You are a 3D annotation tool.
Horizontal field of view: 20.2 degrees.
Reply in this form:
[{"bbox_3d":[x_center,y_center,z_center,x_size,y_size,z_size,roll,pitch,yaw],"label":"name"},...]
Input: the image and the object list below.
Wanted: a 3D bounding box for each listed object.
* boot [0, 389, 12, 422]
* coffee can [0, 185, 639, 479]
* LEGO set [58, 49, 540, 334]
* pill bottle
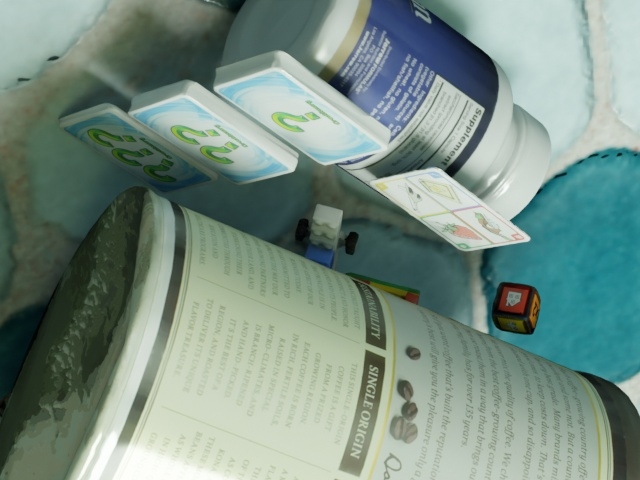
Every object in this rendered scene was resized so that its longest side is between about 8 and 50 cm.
[{"bbox_3d":[-0.144,0.174,1.039,0.263,0.091,0.229,-27,126,-14],"label":"boot"},{"bbox_3d":[-0.005,0.115,0.901,0.275,0.201,0.201,24,111,-19],"label":"coffee can"},{"bbox_3d":[0.000,0.000,0.931,0.244,0.182,0.060,34,61,-34],"label":"LEGO set"},{"bbox_3d":[0.040,-0.074,0.936,0.169,0.094,0.094,32,106,-33],"label":"pill bottle"}]
